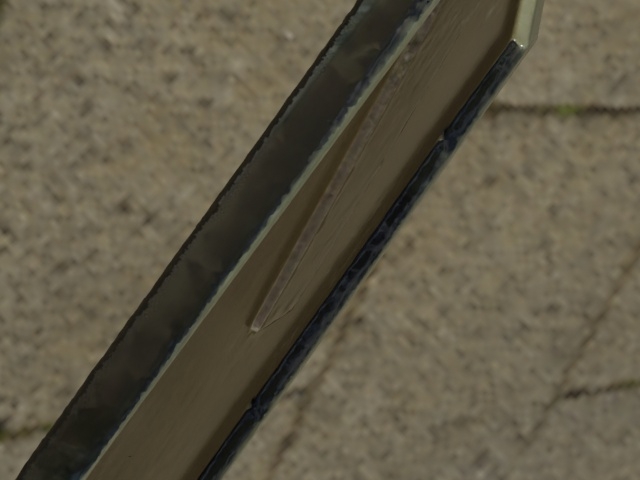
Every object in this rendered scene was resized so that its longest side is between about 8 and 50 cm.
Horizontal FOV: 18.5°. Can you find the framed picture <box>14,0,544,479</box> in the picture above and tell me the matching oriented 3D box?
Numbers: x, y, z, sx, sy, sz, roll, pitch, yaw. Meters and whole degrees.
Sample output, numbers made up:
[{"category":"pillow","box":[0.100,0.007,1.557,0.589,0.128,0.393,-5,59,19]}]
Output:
[{"category":"framed picture","box":[0.000,0.000,0.609,0.260,0.023,0.189,-55,168,-11]}]
